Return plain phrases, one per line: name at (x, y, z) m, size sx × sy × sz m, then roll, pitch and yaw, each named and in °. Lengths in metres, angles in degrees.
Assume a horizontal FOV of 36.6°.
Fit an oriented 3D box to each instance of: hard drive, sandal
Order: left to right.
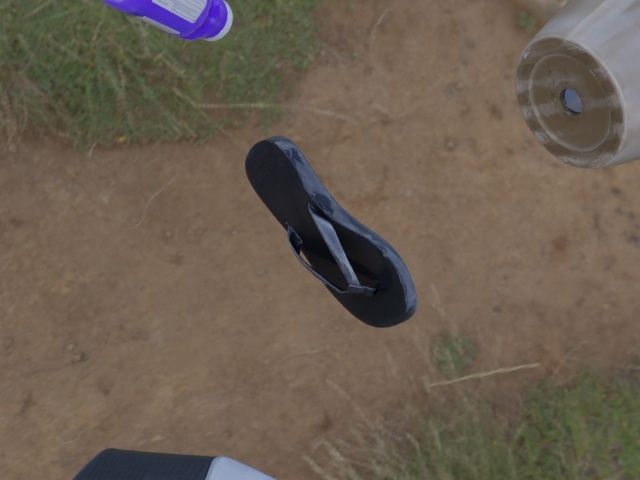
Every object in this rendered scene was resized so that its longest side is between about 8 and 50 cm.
hard drive at (-0.034, 0.213, 0.662) m, size 0.255 × 0.172 × 0.054 m, roll 40°, pitch 58°, yaw -33°
sandal at (-0.001, 0.000, 1.043) m, size 0.254 × 0.097 × 0.054 m, roll 47°, pitch 42°, yaw 12°

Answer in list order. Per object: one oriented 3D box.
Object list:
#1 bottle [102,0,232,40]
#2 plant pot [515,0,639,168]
bottle at (-0.209, -0.335, 1.314) m, size 0.118 × 0.092 × 0.283 m, roll 40°, pitch 12°, yaw 18°
plant pot at (0.427, -0.235, 1.294) m, size 0.280 × 0.323 × 0.323 m, roll -31°, pitch 91°, yaw -25°
